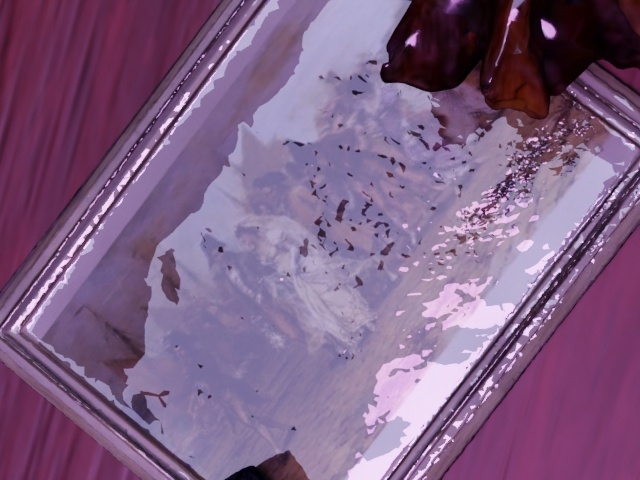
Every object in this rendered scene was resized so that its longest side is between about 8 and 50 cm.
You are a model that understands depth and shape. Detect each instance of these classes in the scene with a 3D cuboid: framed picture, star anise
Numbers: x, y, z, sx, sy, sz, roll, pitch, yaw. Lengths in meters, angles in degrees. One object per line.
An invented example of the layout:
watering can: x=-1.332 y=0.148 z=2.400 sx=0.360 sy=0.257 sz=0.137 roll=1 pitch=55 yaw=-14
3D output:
framed picture: x=0.000 y=0.000 z=0.736 sx=0.217 sy=0.017 sz=0.274 roll=37 pitch=94 yaw=11
star anise: x=0.098 y=-0.125 z=0.667 sx=0.190 sy=0.126 sz=0.220 roll=-27 pitch=57 yaw=-19

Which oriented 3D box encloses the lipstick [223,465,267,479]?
lipstick: x=-0.142 y=0.207 z=0.726 sx=0.312 sy=0.051 sz=0.051 roll=-37 pitch=86 yaw=11
